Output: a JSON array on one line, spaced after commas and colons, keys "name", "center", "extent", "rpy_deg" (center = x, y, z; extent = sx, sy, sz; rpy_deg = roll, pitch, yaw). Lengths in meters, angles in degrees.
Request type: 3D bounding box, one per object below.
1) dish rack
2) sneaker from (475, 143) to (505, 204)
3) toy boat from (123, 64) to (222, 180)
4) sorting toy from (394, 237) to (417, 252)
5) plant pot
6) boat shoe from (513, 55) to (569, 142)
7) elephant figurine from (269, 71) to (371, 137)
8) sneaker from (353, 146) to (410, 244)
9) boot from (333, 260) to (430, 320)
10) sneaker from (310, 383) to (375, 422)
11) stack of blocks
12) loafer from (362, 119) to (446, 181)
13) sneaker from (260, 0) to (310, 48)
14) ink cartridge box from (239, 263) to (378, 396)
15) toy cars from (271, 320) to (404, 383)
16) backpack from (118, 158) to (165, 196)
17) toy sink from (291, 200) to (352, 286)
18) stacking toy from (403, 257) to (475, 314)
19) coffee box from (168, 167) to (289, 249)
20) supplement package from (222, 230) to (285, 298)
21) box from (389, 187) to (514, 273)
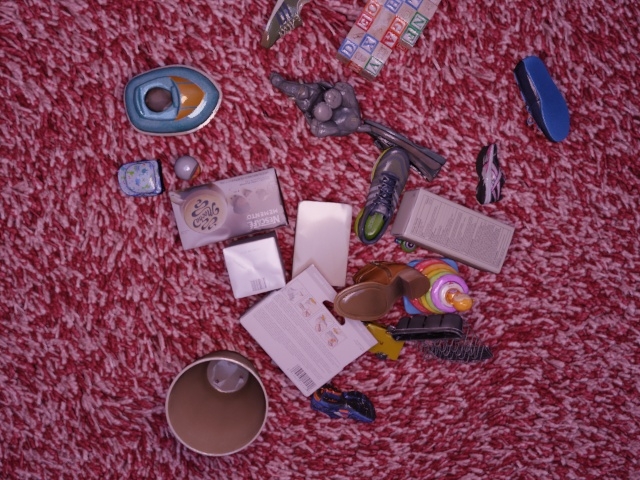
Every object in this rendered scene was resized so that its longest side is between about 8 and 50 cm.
[{"name": "dish rack", "center": [0.355, 0.295, 1.541], "extent": [0.271, 0.208, 0.074], "rpy_deg": [45, 51, -35]}, {"name": "sneaker", "center": [0.507, -0.195, 1.607], "extent": [0.077, 0.072, 0.178], "rpy_deg": [-1, 104, -16]}, {"name": "toy boat", "center": [-0.387, -0.320, 1.487], "extent": [0.267, 0.148, 0.318], "rpy_deg": [-13, 96, -3]}, {"name": "sorting toy", "center": [0.251, -0.007, 1.611], "extent": [0.061, 0.042, 0.102], "rpy_deg": [-28, 97, -1]}, {"name": "plant pot", "center": [-0.269, 0.408, 1.498], "extent": [0.256, 0.274, 0.256], "rpy_deg": [0, 95, -4]}, {"name": "boat shoe", "center": [0.643, -0.406, 1.582], "extent": [0.109, 0.089, 0.258], "rpy_deg": [-19, 91, -15]}, {"name": "elephant figurine", "center": [-0.004, -0.384, 1.517], "extent": [0.169, 0.239, 0.186], "rpy_deg": [-29, 129, -20]}, {"name": "sneaker", "center": [0.181, -0.116, 1.532], "extent": [0.111, 0.121, 0.300], "rpy_deg": [15, 106, -5]}, {"name": "boot", "center": [0.132, 0.120, 1.500], "extent": [0.283, 0.220, 0.109], "rpy_deg": [-19, 108, -19]}, {"name": "sneaker", "center": [0.067, 0.496, 1.634], "extent": [0.221, 0.083, 0.087], "rpy_deg": [25, 129, -14]}, {"name": "stack of blocks", "center": [0.192, -0.602, 1.529], "extent": [0.171, 0.087, 0.297], "rpy_deg": [32, 92, -6]}, {"name": "loafer", "center": [0.230, -0.256, 1.564], "extent": [0.267, 0.096, 0.084], "rpy_deg": [25, 99, -8]}, {"name": "sneaker", "center": [-0.092, -0.616, 1.519], "extent": [0.086, 0.064, 0.192], "rpy_deg": [24, 90, -1]}, {"name": "ink cartridge box", "center": [-0.032, 0.245, 1.515], "extent": [0.261, 0.066, 0.296], "rpy_deg": [-38, 100, 6]}, {"name": "toy cars", "center": [0.051, 0.312, 1.609], "extent": [0.393, 0.087, 0.176], "rpy_deg": [-19, 100, 2]}, {"name": "backpack", "center": [-0.505, -0.173, 1.525], "extent": [0.114, 0.084, 0.105], "rpy_deg": [-7, 93, 0]}, {"name": "toy sink", "center": [0.000, 0.000, 1.552], "extent": [0.152, 0.131, 0.234], "rpy_deg": [4, 100, -4]}, {"name": "stacking toy", "center": [0.342, 0.144, 1.499], "extent": [0.175, 0.302, 0.166], "rpy_deg": [-5, 95, -6]}, {"name": "coffee box", "center": [-0.250, -0.090, 1.531], "extent": [0.297, 0.119, 0.168], "rpy_deg": [-13, 95, -2]}, {"name": "supplement package", "center": [-0.173, 0.059, 1.487], "extent": [0.139, 0.244, 0.134], "rpy_deg": [-13, 95, -2]}, {"name": "box", "center": [0.373, -0.026, 1.555], "extent": [0.311, 0.121, 0.148], "rpy_deg": [22, 87, -12]}]
